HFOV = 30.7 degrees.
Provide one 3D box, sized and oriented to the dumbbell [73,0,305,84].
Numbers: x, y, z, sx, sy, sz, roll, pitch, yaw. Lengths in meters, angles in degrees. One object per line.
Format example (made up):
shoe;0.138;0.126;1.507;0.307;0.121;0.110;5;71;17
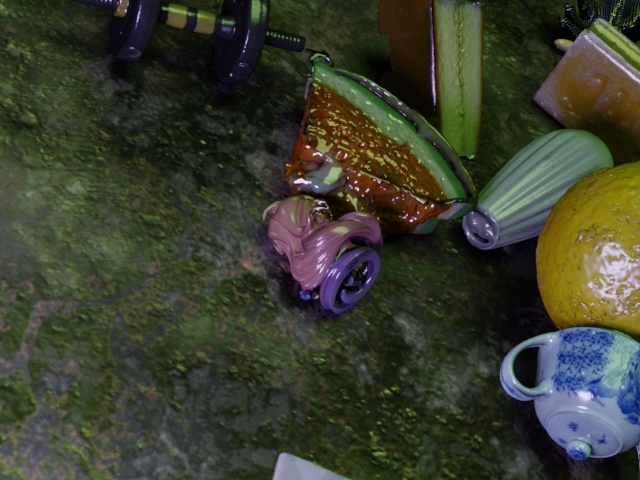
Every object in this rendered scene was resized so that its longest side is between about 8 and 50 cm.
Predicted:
dumbbell;-0.169;-0.286;1.502;0.325;0.143;0.143;9;48;-24

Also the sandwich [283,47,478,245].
sandwich;0.060;-0.094;1.498;0.292;0.109;0.212;29;49;-1

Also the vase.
vase;0.294;-0.064;1.600;0.248;0.128;0.128;-30;70;-35

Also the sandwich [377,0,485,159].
sandwich;0.165;-0.234;1.678;0.122;0.128;0.236;-4;97;-33

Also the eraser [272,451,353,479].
eraser;0.007;0.398;1.027;0.213;0.082;0.397;24;43;-9

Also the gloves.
gloves;0.475;-0.360;2.010;0.180;0.106;0.129;-25;63;-12

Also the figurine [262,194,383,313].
figurine;0.001;0.001;1.367;0.157;0.126;0.114;45;1;10

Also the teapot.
teapot;0.313;0.191;1.360;0.232;0.159;0.159;33;42;-7

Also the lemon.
lemon;0.401;0.028;1.473;0.258;0.258;0.310;41;14;9

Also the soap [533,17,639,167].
soap;0.475;-0.201;1.799;0.257;0.160;0.080;42;45;10
